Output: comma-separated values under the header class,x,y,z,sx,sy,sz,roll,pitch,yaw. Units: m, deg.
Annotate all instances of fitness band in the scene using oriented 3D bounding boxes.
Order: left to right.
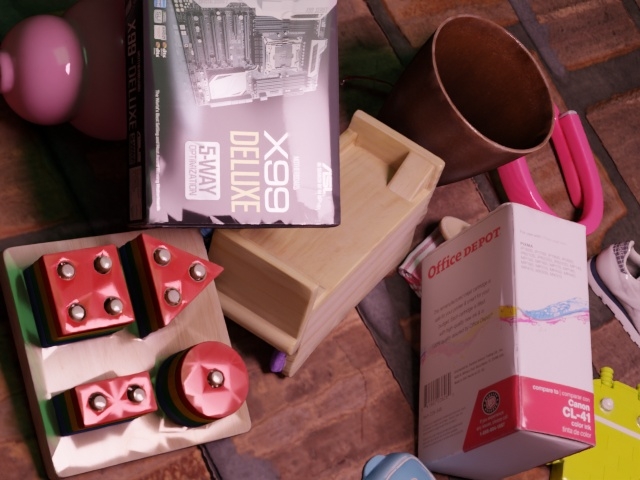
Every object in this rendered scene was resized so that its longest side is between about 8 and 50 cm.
class,x,y,z,sx,sy,sz,roll,pitch,yaw
fitness band,0.351,-0.133,2.161,0.209,0.054,0.291,2,66,-46

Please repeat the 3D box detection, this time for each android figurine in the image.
class,x,y,z,sx,sy,sz,roll,pitch,yaw
android figurine,0.417,0.305,1.949,0.248,0.056,0.273,26,52,-8

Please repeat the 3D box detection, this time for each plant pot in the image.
class,x,y,z,sx,sy,sz,roll,pitch,yaw
plant pot,0.173,-0.165,1.935,0.215,0.230,0.215,19,54,-28

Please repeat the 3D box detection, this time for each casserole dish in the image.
class,x,y,z,sx,sy,sz,roll,pitch,yaw
casserole dish,0.127,0.347,1.729,0.188,0.037,0.114,54,46,0

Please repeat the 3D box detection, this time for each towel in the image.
class,x,y,z,sx,sy,sz,roll,pitch,yaw
towel,0.210,0.074,1.964,0.197,0.029,0.144,49,44,-4

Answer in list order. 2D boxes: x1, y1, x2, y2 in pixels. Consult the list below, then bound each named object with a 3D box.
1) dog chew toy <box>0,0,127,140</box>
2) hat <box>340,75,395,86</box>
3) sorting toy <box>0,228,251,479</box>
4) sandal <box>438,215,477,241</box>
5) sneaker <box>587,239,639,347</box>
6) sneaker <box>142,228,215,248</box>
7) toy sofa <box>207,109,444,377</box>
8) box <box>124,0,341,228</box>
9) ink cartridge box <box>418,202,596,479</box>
class,x,y,z,sx,sy,sz,roll,pitch,yaw
dog chew toy,-0.237,-0.210,1.670,0.332,0.206,0.207,-8,70,-32
hat,0.149,-0.247,2.110,0.208,0.183,0.173,69,25,-56
sorting toy,-0.201,0.109,1.534,0.255,0.089,0.257,-9,78,-37
sandal,0.281,0.014,1.997,0.240,0.079,0.088,36,31,-26
sneaker,0.520,0.099,2.152,0.235,0.095,0.090,43,44,-12
sneaker,-0.161,0.003,1.698,0.162,0.063,0.073,-23,91,-36
toy sofa,0.000,0.000,1.780,0.150,0.177,0.362,32,44,14
box,-0.100,-0.166,1.586,0.242,0.076,0.307,1,87,-25
ink cartridge box,0.237,0.137,1.784,0.131,0.226,0.306,17,62,-24
